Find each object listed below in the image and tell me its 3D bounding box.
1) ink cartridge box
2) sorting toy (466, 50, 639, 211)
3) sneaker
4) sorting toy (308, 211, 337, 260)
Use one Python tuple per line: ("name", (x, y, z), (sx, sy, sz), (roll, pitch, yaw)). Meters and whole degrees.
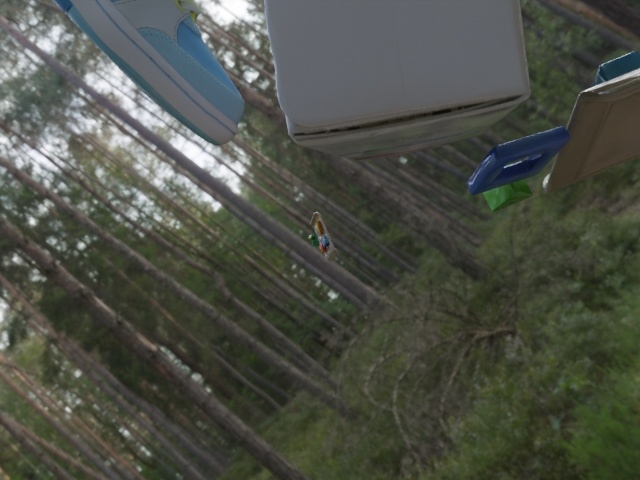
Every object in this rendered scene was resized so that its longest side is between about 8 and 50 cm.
("ink cartridge box", (0.047, -0.176, 0.499), (0.306, 0.131, 0.226), (-39, -60, -81))
("sorting toy", (0.270, -0.117, 0.578), (0.347, 0.047, 0.196), (-22, -17, 1))
("sneaker", (-0.127, -0.249, 0.595), (0.208, 0.319, 0.127), (-42, 16, -2))
("sorting toy", (0.000, 0.000, 1.020), (0.012, 0.062, 0.083), (-24, -12, -15))
